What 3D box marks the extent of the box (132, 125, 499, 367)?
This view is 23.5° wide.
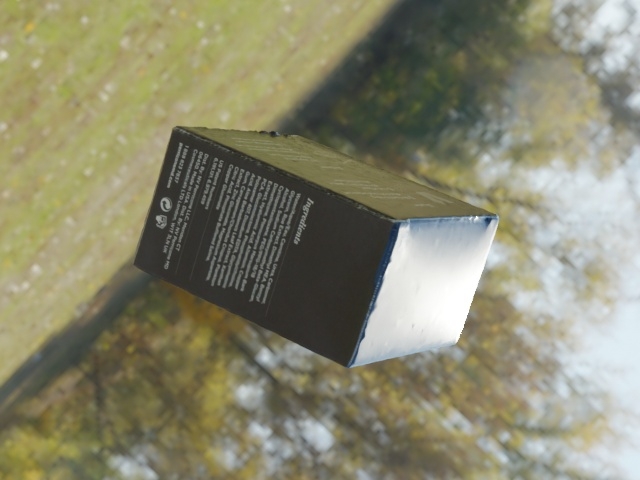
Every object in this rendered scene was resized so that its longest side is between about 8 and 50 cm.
[{"bbox_3d":[0.000,0.000,0.930,0.156,0.158,0.093,-3,114,-62],"label":"box"}]
